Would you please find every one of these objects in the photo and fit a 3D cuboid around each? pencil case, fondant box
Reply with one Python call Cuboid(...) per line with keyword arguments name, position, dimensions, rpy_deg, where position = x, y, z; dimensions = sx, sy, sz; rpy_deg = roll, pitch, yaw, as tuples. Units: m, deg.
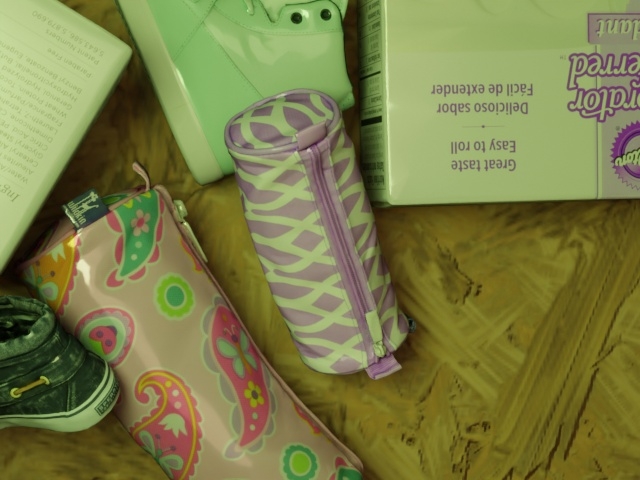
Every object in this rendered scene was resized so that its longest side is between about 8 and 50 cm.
Cuboid(name="pencil case", position=(-0.086, 0.090, 1.013), dimensions=(0.124, 0.124, 0.284), rpy_deg=(-35, 95, -8))
Cuboid(name="fondant box", position=(0.148, -0.191, 1.064), dimensions=(0.238, 0.096, 0.330), rpy_deg=(-2, 93, -11))
Cuboid(name="pencil case", position=(0.000, 0.000, 1.009), dimensions=(0.086, 0.088, 0.206), rpy_deg=(-26, 121, -9))

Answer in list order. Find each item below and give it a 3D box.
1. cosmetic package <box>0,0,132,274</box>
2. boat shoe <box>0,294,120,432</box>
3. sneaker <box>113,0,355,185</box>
Cuboid(name="cosmetic package", position=(-0.234, -0.078, 0.964), dimensions=(0.151, 0.151, 0.184), rpy_deg=(31, 84, -10))
Cuboid(name="boat shoe", position=(-0.216, 0.078, 0.964), dimensions=(0.083, 0.183, 0.065), rpy_deg=(57, 42, -32))
Cuboid(name="sneaker", position=(-0.066, -0.182, 1.021), dimensions=(0.151, 0.094, 0.256), rpy_deg=(-24, 106, -4))
